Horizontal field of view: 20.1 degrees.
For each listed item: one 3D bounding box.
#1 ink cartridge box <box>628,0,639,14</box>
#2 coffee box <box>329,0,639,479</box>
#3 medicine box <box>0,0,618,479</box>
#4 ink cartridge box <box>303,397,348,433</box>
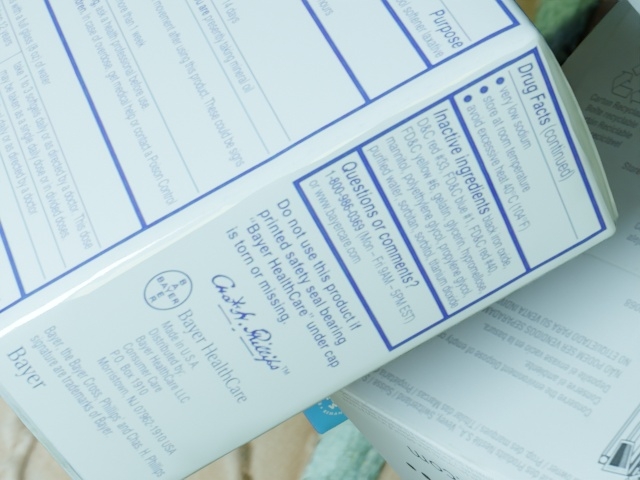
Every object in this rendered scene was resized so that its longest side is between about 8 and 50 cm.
[{"bbox_3d":[0.274,-0.194,0.902,0.233,0.171,0.168,-13,133,-15],"label":"ink cartridge box"},{"bbox_3d":[0.272,0.098,1.068,0.338,0.338,0.334,-49,135,-12],"label":"coffee box"},{"bbox_3d":[-0.046,-0.057,0.904,0.289,0.263,0.149,-29,134,0],"label":"medicine box"},{"bbox_3d":[0.000,0.000,1.101,0.134,0.078,0.231,-31,133,1],"label":"ink cartridge box"}]
